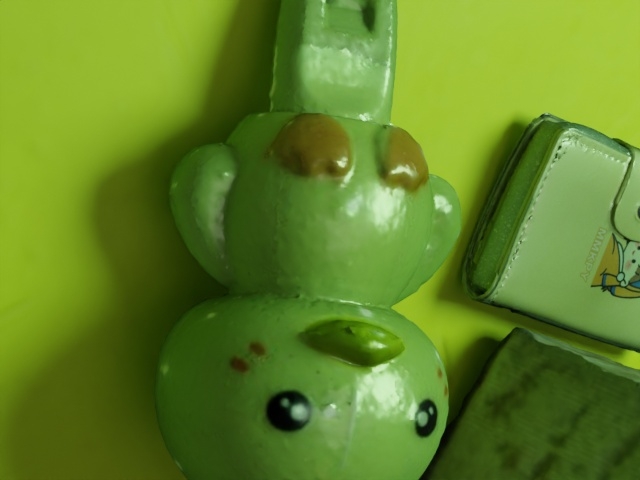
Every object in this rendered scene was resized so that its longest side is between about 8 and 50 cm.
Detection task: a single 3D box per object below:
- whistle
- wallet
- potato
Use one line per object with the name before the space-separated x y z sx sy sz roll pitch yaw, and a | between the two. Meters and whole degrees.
whistle | 0.003 0.003 0.580 0.141 0.141 0.294 4 101 -32
wallet | 0.159 -0.001 0.732 0.155 0.039 0.110 18 97 -34
potato | 0.194 0.178 0.710 0.264 0.211 0.189 18 92 -38
